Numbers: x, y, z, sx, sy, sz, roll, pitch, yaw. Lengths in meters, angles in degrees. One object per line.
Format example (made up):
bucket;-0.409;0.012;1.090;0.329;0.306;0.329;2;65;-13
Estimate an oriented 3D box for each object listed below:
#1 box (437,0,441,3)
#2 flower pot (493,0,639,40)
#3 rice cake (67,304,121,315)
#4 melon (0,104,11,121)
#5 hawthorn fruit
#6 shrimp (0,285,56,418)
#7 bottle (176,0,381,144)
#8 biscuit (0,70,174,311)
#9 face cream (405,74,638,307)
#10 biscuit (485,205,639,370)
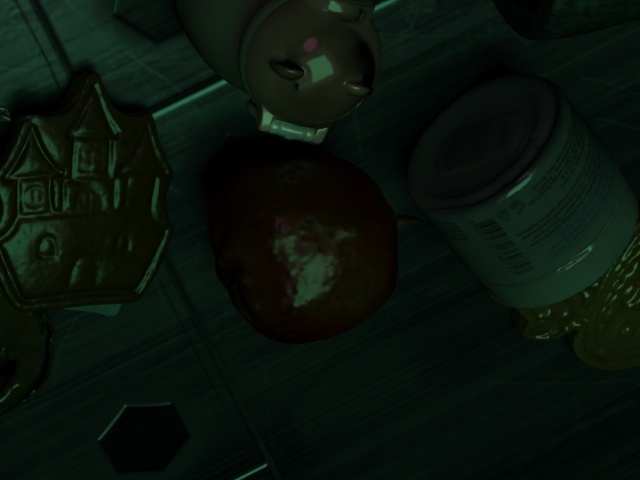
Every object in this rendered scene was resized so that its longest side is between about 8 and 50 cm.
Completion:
box;0.095;-0.258;1.394;0.060;0.085;0.063;-41;129;4
flower pot;0.281;-0.310;1.332;0.282;0.299;0.299;-14;122;-9
rice cake;-0.268;0.038;1.457;0.180;0.030;0.042;10;120;-25
melon;-0.404;-0.078;1.200;0.330;0.268;0.268;-9;121;-25
hawthorn fruit;0.000;0.000;1.449;0.200;0.179;0.179;-18;123;-7
shrimp;-0.348;0.130;1.459;0.173;0.058;0.253;23;116;-37
bottle;-0.026;-0.174;1.303;0.147;0.236;0.148;-9;120;-16
biscuit;-0.212;-0.044;1.398;0.182;0.034;0.215;-4;106;-33
face cream;0.191;-0.049;1.492;0.177;0.177;0.153;-40;122;5
biscuit;0.308;0.042;1.671;0.288;0.044;0.202;17;111;-30
